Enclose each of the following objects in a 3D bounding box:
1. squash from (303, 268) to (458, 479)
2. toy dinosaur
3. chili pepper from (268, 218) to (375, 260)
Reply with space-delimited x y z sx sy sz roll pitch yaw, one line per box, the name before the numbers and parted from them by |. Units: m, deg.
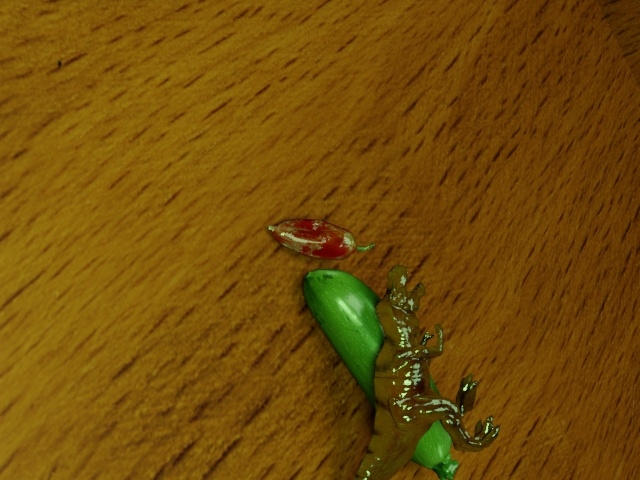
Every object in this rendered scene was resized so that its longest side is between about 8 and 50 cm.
squash | 0.103 0.196 1.692 0.395 0.107 0.107 59 41 -15
toy dinosaur | 0.138 0.255 1.593 0.208 0.097 0.432 12 78 -15
chili pepper | 0.000 0.001 1.690 0.191 0.050 0.059 12 70 -34
